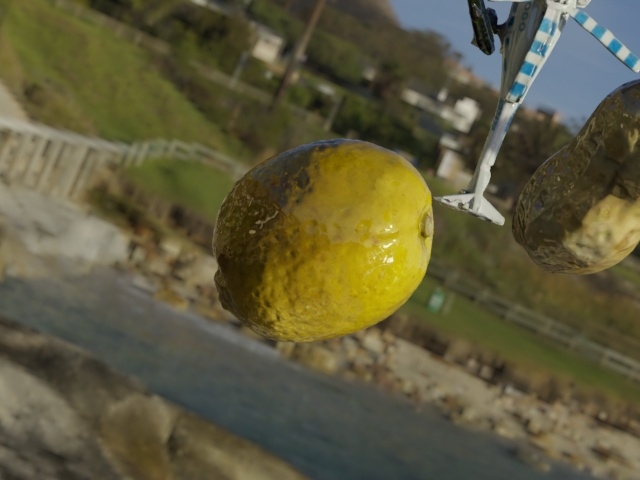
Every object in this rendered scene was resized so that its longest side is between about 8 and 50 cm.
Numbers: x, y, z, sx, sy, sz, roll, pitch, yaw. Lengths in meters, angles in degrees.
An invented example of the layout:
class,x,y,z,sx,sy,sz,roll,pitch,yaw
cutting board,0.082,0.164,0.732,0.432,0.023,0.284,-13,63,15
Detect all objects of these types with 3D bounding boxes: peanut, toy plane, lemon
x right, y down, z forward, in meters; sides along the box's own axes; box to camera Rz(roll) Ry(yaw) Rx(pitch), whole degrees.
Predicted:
class,x,y,z,sx,sy,sz,roll,pitch,yaw
peanut,0.165,-0.033,0.919,0.080,0.080,0.174,23,-37,-7
toy plane,0.186,-0.148,1.430,0.182,0.273,0.107,4,-1,-9
lemon,0.000,0.000,1.380,0.207,0.170,0.170,-16,-13,17

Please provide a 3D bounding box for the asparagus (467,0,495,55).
class,x,y,z,sx,sy,sz,roll,pitch,yaw
asparagus,0.106,-0.237,1.229,0.022,0.023,0.233,32,-27,40
